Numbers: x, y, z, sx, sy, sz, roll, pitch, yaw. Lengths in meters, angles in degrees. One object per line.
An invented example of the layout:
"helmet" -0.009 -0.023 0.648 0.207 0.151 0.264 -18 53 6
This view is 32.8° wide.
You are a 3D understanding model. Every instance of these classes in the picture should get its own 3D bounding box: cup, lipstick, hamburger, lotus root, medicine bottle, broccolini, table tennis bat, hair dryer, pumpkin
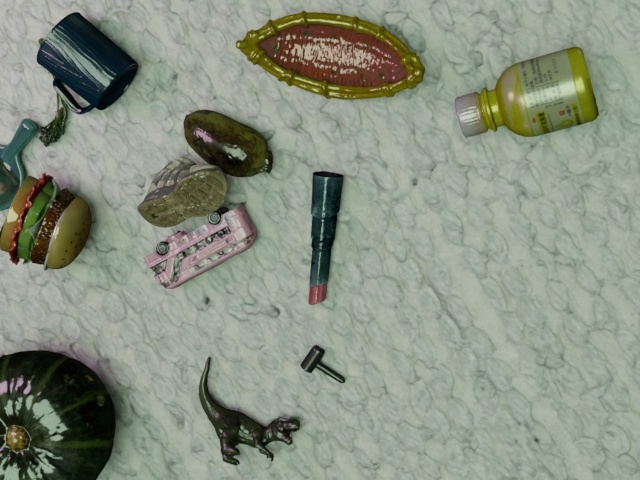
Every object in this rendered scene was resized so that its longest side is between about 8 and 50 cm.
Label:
"cup" -0.405 -0.301 1.901 0.138 0.150 0.113 40 65 2
"lipstick" 0.000 0.000 1.881 0.053 0.053 0.234 9 103 11
"hamburger" -0.480 -0.023 1.930 0.136 0.175 0.175 24 104 -5
"lotus root" -0.161 -0.164 1.872 0.179 0.080 0.089 27 105 9
"medicine bottle" 0.324 -0.223 1.732 0.212 0.122 0.122 -15 96 15
"broccolini" -0.482 -0.265 1.957 0.052 0.054 0.194 -1 93 -18
"table tennis bat" -0.581 -0.143 1.997 0.124 0.033 0.201 42 110 2
"hair dryer" 0.010 0.227 1.930 0.083 0.026 0.047 35 106 1
"pumpkin" -0.516 0.343 1.979 0.300 0.207 0.300 -1 86 9

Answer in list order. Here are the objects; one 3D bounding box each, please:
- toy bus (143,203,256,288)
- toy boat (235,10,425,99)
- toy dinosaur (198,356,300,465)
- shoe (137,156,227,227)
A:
"toy bus" -0.211 0.010 1.923 0.203 0.063 0.090 -27 93 15
"toy boat" 0.022 -0.304 1.801 0.317 0.099 0.141 12 98 13
"toy dinosaur" -0.131 0.313 1.981 0.187 0.087 0.179 4 64 -3
"shoe" -0.232 -0.093 1.888 0.180 0.092 0.089 -24 131 28
